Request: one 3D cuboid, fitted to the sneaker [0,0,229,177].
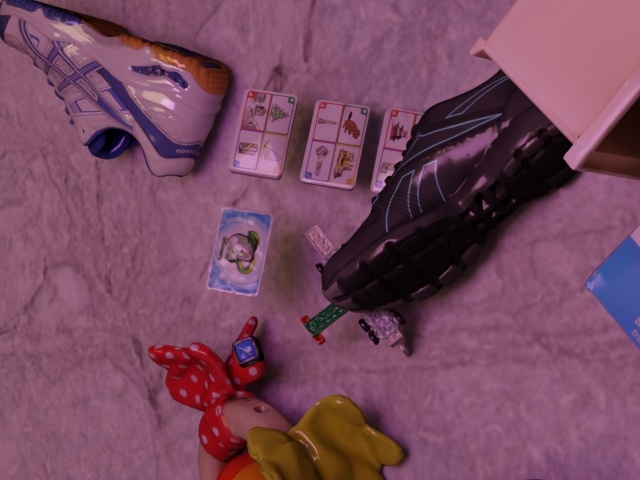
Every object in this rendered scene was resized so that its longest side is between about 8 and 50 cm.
[{"bbox_3d":[-0.227,-0.152,1.590,0.296,0.112,0.131,25,103,37],"label":"sneaker"}]

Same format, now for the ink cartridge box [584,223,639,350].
[{"bbox_3d":[0.343,0.011,1.103,0.233,0.171,0.168,-50,60,25],"label":"ink cartridge box"}]

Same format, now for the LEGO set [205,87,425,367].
[{"bbox_3d":[0.000,0.000,1.415,0.182,0.060,0.244,9,79,13],"label":"LEGO set"}]

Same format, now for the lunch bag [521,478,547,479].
[{"bbox_3d":[0.226,0.300,1.214,0.279,0.108,0.224,3,89,38],"label":"lunch bag"}]

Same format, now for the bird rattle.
[{"bbox_3d":[-0.064,0.200,1.440,0.253,0.143,0.207,24,118,39],"label":"bird rattle"}]

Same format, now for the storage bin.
[{"bbox_3d":[0.277,-0.175,1.108,0.123,0.260,0.262,49,115,29],"label":"storage bin"}]

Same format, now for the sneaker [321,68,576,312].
[{"bbox_3d":[0.104,-0.043,1.338,0.267,0.101,0.106,-38,52,11],"label":"sneaker"}]
